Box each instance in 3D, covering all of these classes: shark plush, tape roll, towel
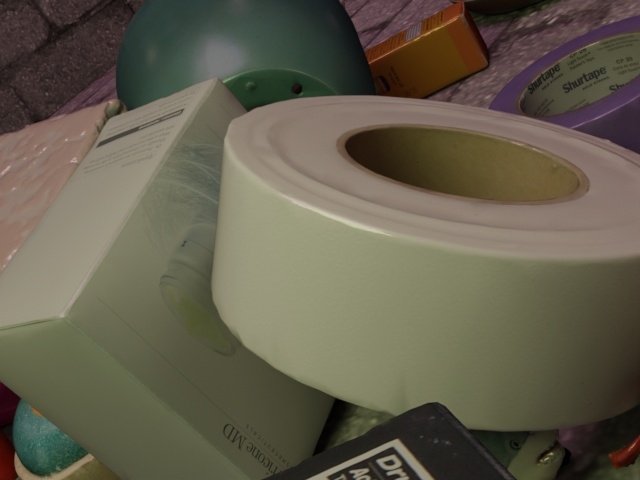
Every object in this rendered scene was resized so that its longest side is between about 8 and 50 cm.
[{"bbox_3d":[0.076,0.123,0.576,0.161,0.067,0.073,-3,37,51],"label":"shark plush"},{"bbox_3d":[0.079,-0.004,0.590,0.286,0.100,0.286,7,21,-3],"label":"tape roll"},{"bbox_3d":[-0.363,0.008,0.962,0.332,0.053,0.317,-12,43,27],"label":"towel"},{"bbox_3d":[0.241,-0.109,0.825,0.189,0.080,0.189,-28,23,13],"label":"tape roll"}]

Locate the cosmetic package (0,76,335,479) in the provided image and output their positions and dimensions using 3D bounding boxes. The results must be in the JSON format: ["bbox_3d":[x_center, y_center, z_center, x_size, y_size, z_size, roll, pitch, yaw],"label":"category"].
[{"bbox_3d":[-0.094,0.048,0.712,0.138,0.224,0.224,-12,41,41],"label":"cosmetic package"}]

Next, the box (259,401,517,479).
[{"bbox_3d":[-0.020,0.224,0.209,0.294,0.182,0.296,-20,27,-15],"label":"box"}]

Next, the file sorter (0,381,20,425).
[{"bbox_3d":[-0.369,0.060,1.159,0.202,0.182,0.290,-19,26,32],"label":"file sorter"}]

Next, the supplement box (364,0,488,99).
[{"bbox_3d":[0.094,-0.214,1.246,0.233,0.078,0.080,-25,23,18],"label":"supplement box"}]

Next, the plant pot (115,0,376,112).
[{"bbox_3d":[-0.071,-0.133,1.047,0.293,0.293,0.235,-31,30,6],"label":"plant pot"}]

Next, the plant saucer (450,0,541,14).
[{"bbox_3d":[0.323,-0.403,1.368,0.311,0.050,0.310,-27,22,12],"label":"plant saucer"}]

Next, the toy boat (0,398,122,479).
[{"bbox_3d":[-0.240,0.132,0.880,0.318,0.148,0.267,-23,24,22],"label":"toy boat"}]

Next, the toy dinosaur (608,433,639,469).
[{"bbox_3d":[0.180,0.088,0.517,0.082,0.090,0.047,-7,-11,-37],"label":"toy dinosaur"}]

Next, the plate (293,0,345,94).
[{"bbox_3d":[-0.083,-0.176,1.349,0.278,0.045,0.277,-49,4,-34],"label":"plate"}]
